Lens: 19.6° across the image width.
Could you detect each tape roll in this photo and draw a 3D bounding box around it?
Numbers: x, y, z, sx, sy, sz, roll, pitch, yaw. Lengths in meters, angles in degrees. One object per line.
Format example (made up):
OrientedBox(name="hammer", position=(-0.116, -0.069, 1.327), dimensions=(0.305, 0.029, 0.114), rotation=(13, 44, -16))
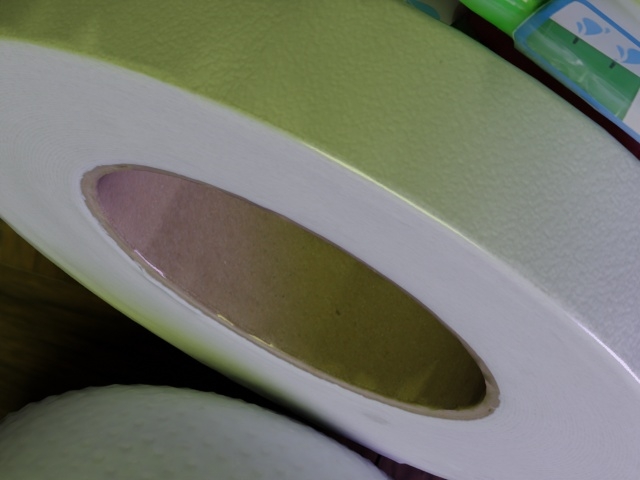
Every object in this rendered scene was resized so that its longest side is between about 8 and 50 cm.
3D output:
OrientedBox(name="tape roll", position=(0.000, 0.000, 0.821), dimensions=(0.392, 0.072, 0.392), rotation=(26, 163, 9))

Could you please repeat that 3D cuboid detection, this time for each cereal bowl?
OrientedBox(name="cereal bowl", position=(-0.057, 0.195, 1.058), dimensions=(0.339, 0.141, 0.339), rotation=(14, 139, 12))

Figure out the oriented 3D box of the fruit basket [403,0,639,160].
OrientedBox(name="fruit basket", position=(0.136, -0.067, 0.748), dimensions=(0.327, 0.165, 0.353), rotation=(37, 154, -7))
